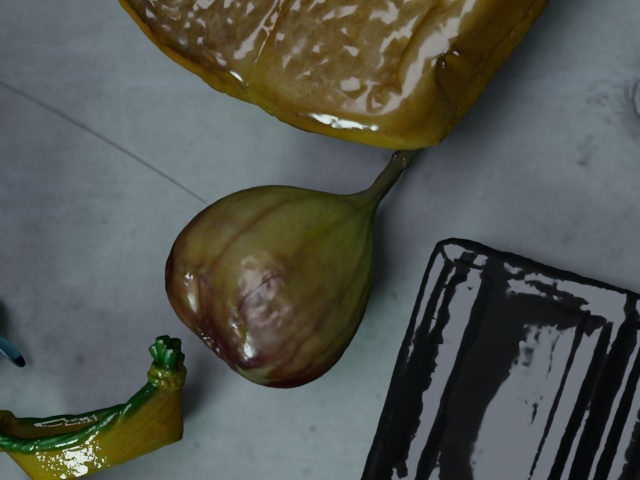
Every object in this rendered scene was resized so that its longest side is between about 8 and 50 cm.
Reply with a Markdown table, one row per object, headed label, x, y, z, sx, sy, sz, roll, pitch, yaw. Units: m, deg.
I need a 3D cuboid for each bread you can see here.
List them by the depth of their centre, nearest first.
| label | x | y | z | sx | sy | sz | roll | pitch | yaw |
| --- | --- | --- | --- | --- | --- | --- | --- | --- | --- |
| bread | 0.036 | -0.243 | 1.196 | 0.328 | 0.148 | 0.337 | 30 | 95 | 22 |

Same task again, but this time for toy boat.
| label | x | y | z | sx | sy | sz | roll | pitch | yaw |
| --- | --- | --- | --- | --- | --- | --- | --- | --- | --- |
| toy boat | -0.194 | 0.145 | 1.288 | 0.229 | 0.089 | 0.088 | -22 | 89 | 26 |

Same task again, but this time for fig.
| label | x | y | z | sx | sy | sz | roll | pitch | yaw |
| --- | --- | --- | --- | --- | --- | --- | --- | --- | --- |
| fig | -0.013 | 0.000 | 1.186 | 0.230 | 0.143 | 0.160 | -56 | 47 | 12 |

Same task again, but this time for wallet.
| label | x | y | z | sx | sy | sz | roll | pitch | yaw |
| --- | --- | --- | --- | --- | --- | --- | --- | --- | --- |
| wallet | 0.191 | 0.156 | 1.123 | 0.323 | 0.041 | 0.247 | 19 | 93 | 24 |

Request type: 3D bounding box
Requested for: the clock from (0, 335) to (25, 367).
| label | x | y | z | sx | sy | sz | roll | pitch | yaw |
| --- | --- | --- | --- | --- | --- | --- | --- | --- | --- |
| clock | -0.324 | 0.074 | 1.357 | 0.147 | 0.108 | 0.045 | 27 | 119 | 21 |
